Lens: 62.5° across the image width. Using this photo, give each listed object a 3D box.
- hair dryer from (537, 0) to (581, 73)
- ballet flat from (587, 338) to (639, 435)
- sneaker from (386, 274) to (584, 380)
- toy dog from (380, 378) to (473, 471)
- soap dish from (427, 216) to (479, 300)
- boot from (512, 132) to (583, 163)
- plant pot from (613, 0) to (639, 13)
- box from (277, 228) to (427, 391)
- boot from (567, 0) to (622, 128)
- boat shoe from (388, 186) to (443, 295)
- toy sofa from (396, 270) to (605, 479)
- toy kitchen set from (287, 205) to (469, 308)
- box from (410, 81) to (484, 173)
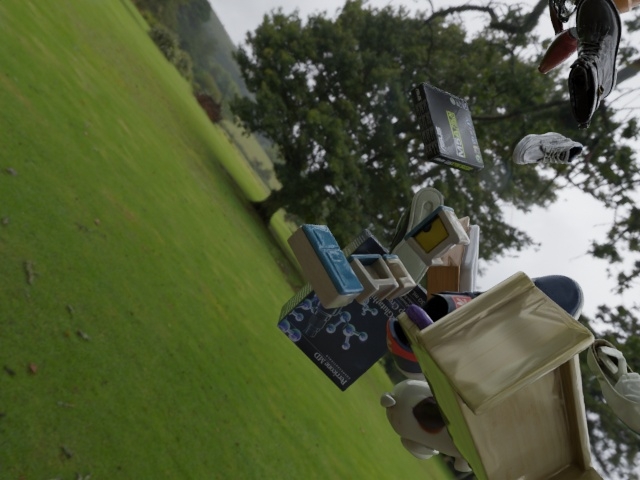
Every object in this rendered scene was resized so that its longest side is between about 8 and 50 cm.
[{"bbox_3d":[0.786,-0.684,1.712,0.223,0.080,0.293,-92,-169,-58],"label":"hair dryer"},{"bbox_3d":[0.597,0.279,1.045,0.086,0.086,0.248,57,13,-17],"label":"ballet flat"},{"bbox_3d":[0.277,0.131,0.913,0.148,0.350,0.131,57,12,-41],"label":"sneaker"},{"bbox_3d":[0.422,0.540,1.598,0.395,0.284,0.408,41,-23,-27],"label":"toy dog"},{"bbox_3d":[0.346,0.115,1.390,0.229,0.118,0.290,-61,151,-51],"label":"soap dish"},{"bbox_3d":[0.753,-0.295,1.731,0.123,0.258,0.095,34,-45,43],"label":"boot"},{"bbox_3d":[0.949,-0.822,1.534,0.291,0.204,0.290,-6,97,-58],"label":"plant pot"},{"bbox_3d":[0.107,0.207,1.645,0.293,0.395,0.212,45,5,-5],"label":"box"},{"bbox_3d":[0.584,-0.392,1.136,0.229,0.091,0.262,-34,116,-47],"label":"boot"},{"bbox_3d":[0.190,0.006,1.094,0.084,0.233,0.079,20,-2,-6],"label":"boat shoe"},{"bbox_3d":[0.243,0.209,0.688,0.362,0.150,0.177,63,-4,-36],"label":"toy sofa"},{"bbox_3d":[0.092,-0.001,0.785,0.207,0.166,0.122,1,51,-51],"label":"toy kitchen set"},{"bbox_3d":[0.305,-0.265,1.260,0.184,0.045,0.190,8,67,-43],"label":"box"}]
